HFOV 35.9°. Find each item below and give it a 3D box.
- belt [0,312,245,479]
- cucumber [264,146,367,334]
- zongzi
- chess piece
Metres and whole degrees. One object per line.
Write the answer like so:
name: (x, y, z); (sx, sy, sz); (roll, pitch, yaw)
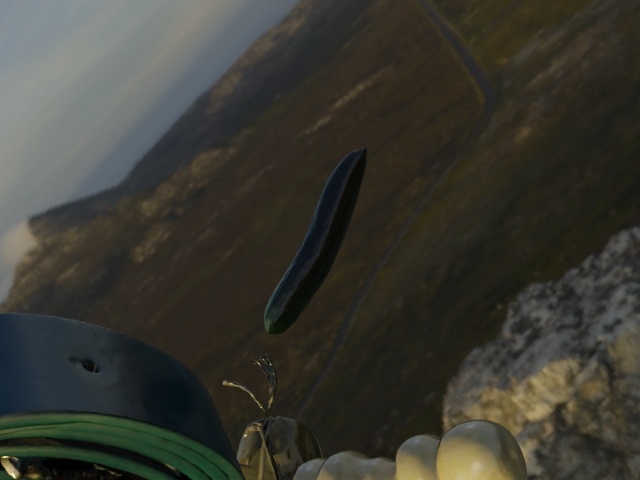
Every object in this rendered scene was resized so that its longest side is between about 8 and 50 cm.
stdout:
belt: (-0.273, 0.243, 1.016); (0.300, 0.436, 0.173); (-46, 42, 13)
cucumber: (0.000, 0.000, 1.278); (0.056, 0.056, 0.284); (-23, 37, 62)
zongzi: (0.000, 0.434, 1.619); (0.418, 0.181, 0.447); (4, 71, 31)
chess piece: (0.126, 0.326, 1.295); (0.299, 0.167, 0.167); (-25, 20, 22)
